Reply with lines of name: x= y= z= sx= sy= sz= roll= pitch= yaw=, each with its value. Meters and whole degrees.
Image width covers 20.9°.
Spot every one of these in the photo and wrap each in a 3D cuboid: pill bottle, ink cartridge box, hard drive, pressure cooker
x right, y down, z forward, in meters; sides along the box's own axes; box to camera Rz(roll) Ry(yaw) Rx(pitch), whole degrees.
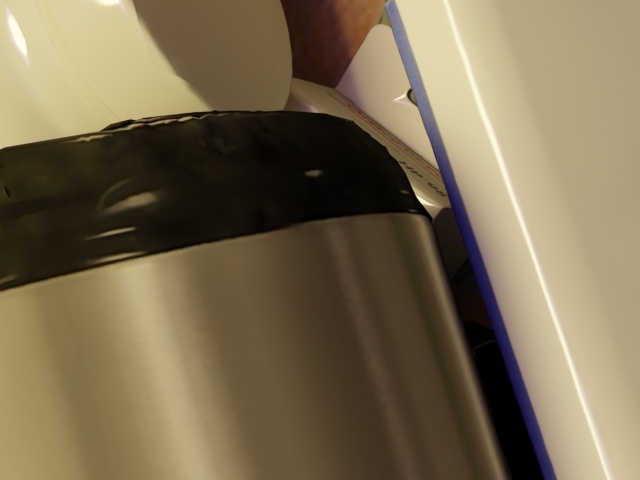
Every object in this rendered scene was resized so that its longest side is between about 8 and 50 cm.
pill bottle: x=-0.162 y=-0.056 z=0.747 sx=0.278 sy=0.162 sz=0.162 roll=-23 pitch=77 yaw=26
ink cartridge box: x=0.000 y=0.000 z=0.761 sx=0.104 sy=0.060 sz=0.180 roll=40 pitch=107 yaw=24
hard drive: x=0.159 y=0.052 z=0.592 sx=0.040 sy=0.210 sz=0.318 roll=-33 pitch=71 yaw=52
pressure cooker: x=-0.087 y=0.203 z=0.571 sx=0.376 sy=0.370 sz=0.420 roll=-20 pitch=83 yaw=23
